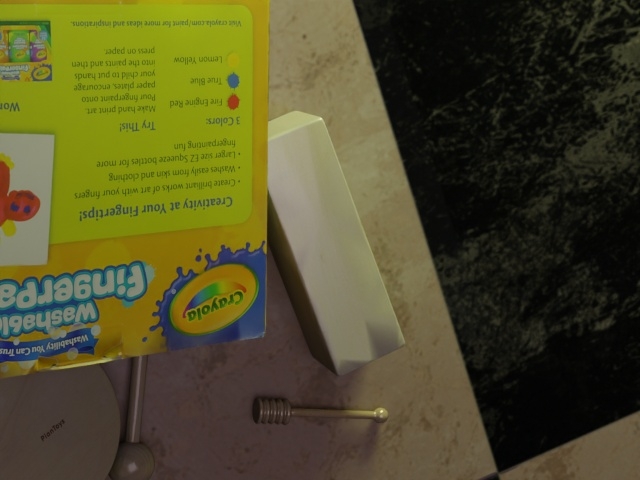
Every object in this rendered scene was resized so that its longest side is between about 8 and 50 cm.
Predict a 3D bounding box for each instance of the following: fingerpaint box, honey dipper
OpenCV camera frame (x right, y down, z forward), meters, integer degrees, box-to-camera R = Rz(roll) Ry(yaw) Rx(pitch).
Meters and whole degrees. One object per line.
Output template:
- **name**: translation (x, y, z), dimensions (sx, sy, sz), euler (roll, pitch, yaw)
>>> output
- **fingerpaint box**: translation (-0.271, -0.068, 1.481), dimensions (0.444, 0.163, 0.371), euler (-8, 102, -39)
- **honey dipper**: translation (0.003, 0.195, 1.754), dimensions (0.160, 0.030, 0.031), euler (3, 98, -21)

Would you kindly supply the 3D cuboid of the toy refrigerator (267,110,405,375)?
- **toy refrigerator**: translation (0.000, 0.000, 1.680), dimensions (0.094, 0.102, 0.270), euler (-24, 105, -12)

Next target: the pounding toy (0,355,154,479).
- **pounding toy**: translation (-0.296, 0.193, 1.636), dimensions (0.236, 0.110, 0.183), euler (-4, 89, -46)
